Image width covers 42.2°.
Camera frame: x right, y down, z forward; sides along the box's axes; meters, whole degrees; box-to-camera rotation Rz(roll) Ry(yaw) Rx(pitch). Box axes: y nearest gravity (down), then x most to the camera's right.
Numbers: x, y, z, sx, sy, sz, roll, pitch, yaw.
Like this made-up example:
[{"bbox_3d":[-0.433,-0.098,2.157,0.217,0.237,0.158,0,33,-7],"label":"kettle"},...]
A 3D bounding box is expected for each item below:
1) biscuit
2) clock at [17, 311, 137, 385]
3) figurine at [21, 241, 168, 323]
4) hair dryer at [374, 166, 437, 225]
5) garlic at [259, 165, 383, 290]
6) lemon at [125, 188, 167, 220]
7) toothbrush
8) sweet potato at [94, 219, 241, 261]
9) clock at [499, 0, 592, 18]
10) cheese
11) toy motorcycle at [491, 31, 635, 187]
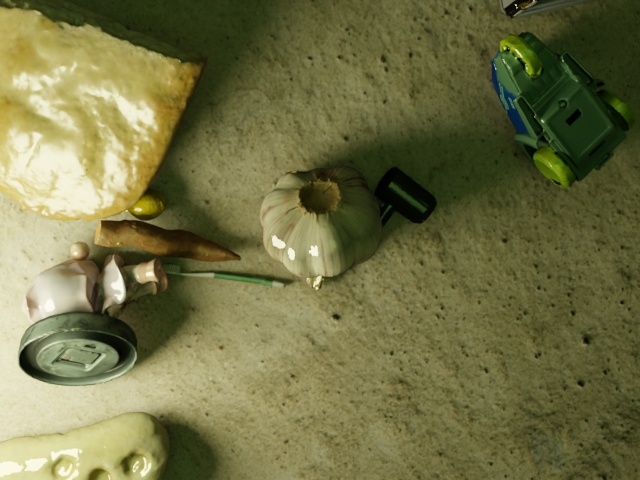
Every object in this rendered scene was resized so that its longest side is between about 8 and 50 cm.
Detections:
[{"bbox_3d":[-0.483,-0.240,1.520,0.429,0.104,0.446,28,116,-6],"label":"biscuit"},{"bbox_3d":[-0.469,0.213,1.609,0.225,0.049,0.226,-7,144,-5],"label":"clock"},{"bbox_3d":[-0.439,0.098,1.620,0.275,0.133,0.200,-14,96,-4],"label":"figurine"},{"bbox_3d":[0.121,-0.019,1.687,0.114,0.070,0.248,35,98,-9],"label":"hair dryer"},{"bbox_3d":[0.000,0.000,1.630,0.245,0.245,0.253,-4,136,-4],"label":"garlic"},{"bbox_3d":[-0.347,-0.070,1.637,0.092,0.065,0.065,-10,100,15],"label":"lemon"},{"bbox_3d":[-0.198,0.073,1.695,0.257,0.018,0.024,9,92,-6],"label":"toothbrush"},{"bbox_3d":[-0.298,0.003,1.637,0.281,0.067,0.059,11,64,-25],"label":"sweet potato"},{"bbox_3d":[0.480,-0.502,1.581,0.253,0.186,0.083,-14,94,-3],"label":"clock"},{"bbox_3d":[-0.484,0.454,1.672,0.351,0.129,0.328,38,96,-11],"label":"cheese"},{"bbox_3d":[0.435,-0.278,1.618,0.191,0.200,0.326,-44,111,2],"label":"toy motorcycle"}]
